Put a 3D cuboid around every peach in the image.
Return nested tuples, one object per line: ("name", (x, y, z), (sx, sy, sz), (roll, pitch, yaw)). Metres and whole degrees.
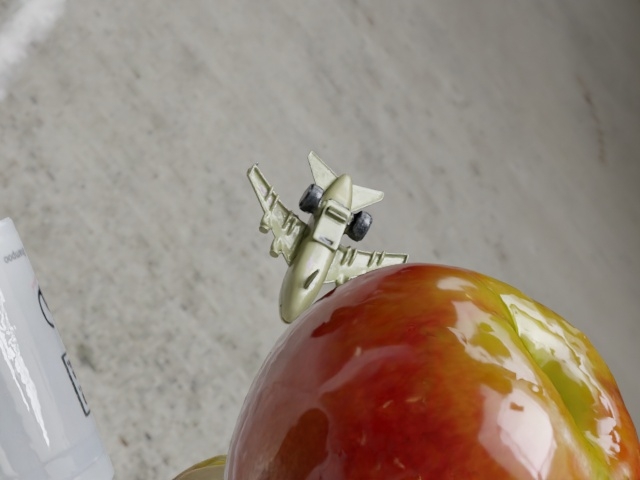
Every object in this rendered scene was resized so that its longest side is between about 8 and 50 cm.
("peach", (0.081, 0.220, 1.226), (0.388, 0.388, 0.388), (45, 21, -23))

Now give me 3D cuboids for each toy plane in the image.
("toy plane", (0.000, 0.000, 1.736), (0.229, 0.092, 0.244), (30, 45, -10))

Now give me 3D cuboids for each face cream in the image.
("face cream", (-0.231, 0.177, 1.102), (0.145, 0.145, 0.370), (-45, 115, -71))

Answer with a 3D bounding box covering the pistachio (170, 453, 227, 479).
("pistachio", (-0.126, 0.322, 1.573), (0.145, 0.200, 0.117), (47, -6, -1))
